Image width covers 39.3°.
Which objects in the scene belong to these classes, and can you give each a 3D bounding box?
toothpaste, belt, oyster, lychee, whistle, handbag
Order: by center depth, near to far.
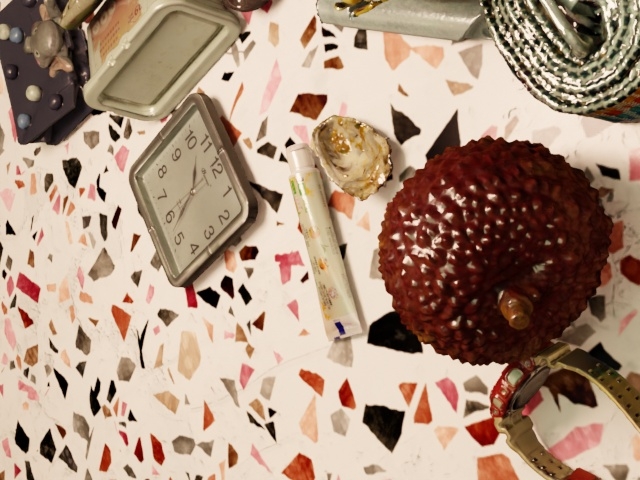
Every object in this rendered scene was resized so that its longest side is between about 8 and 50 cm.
[{"bbox_3d":[0.304,-0.278,1.033,0.207,0.160,0.295,-36,67,38],"label":"belt"},{"bbox_3d":[0.204,0.010,1.072,0.275,0.276,0.304,-60,21,27],"label":"lychee"},{"bbox_3d":[0.121,-0.323,1.277,0.312,0.062,0.062,20,105,41],"label":"whistle"},{"bbox_3d":[0.044,-0.131,1.362,0.177,0.056,0.105,33,102,38],"label":"oyster"},{"bbox_3d":[0.000,0.000,1.412,0.056,0.058,0.314,-14,83,-1],"label":"toothpaste"},{"bbox_3d":[-0.595,-0.391,1.933,0.269,0.118,0.325,-29,74,40],"label":"handbag"}]

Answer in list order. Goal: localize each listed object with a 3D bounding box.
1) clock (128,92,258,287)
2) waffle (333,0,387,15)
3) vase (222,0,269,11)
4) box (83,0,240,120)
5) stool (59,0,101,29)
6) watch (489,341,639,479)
[{"bbox_3d":[-0.234,-0.087,1.633,0.279,0.049,0.273,-41,65,37],"label":"clock"},{"bbox_3d":[0.171,-0.438,1.089,0.380,0.095,0.382,-16,39,44],"label":"waffle"},{"bbox_3d":[-0.154,-0.440,1.454,0.120,0.183,0.120,0,90,44],"label":"vase"},{"bbox_3d":[-0.304,-0.382,1.623,0.312,0.175,0.182,-38,57,38],"label":"box"},{"bbox_3d":[-0.414,-0.582,1.591,0.310,0.226,0.310,-35,26,38],"label":"stool"},{"bbox_3d":[0.328,0.242,1.085,0.268,0.102,0.165,48,129,21],"label":"watch"}]
